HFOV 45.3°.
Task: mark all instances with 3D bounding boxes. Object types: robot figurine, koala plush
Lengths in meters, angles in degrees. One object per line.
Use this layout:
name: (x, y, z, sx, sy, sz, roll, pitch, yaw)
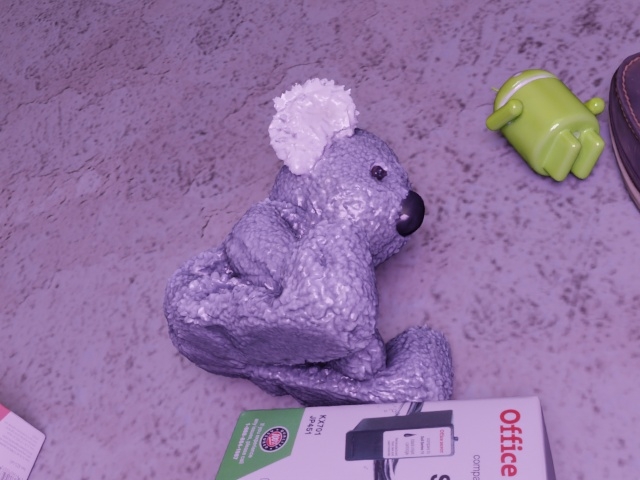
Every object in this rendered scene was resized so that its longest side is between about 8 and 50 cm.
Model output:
robot figurine: (0.194, -0.102, 0.664, 0.101, 0.067, 0.115, -8, 46, -20)
koala plush: (0.000, 0.000, 0.588, 0.203, 0.196, 0.221, -1, 58, 33)

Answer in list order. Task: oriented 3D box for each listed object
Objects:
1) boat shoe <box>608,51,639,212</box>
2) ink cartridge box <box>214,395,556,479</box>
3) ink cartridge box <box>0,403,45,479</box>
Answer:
boat shoe: (0.312, -0.036, 0.528, 0.132, 0.130, 0.355, -21, 50, 4)
ink cartridge box: (0.039, 0.178, 0.468, 0.208, 0.087, 0.153, -7, 28, 15)
ink cartridge box: (-0.303, 0.216, 0.580, 0.067, 0.115, 0.198, 1, 55, 20)
